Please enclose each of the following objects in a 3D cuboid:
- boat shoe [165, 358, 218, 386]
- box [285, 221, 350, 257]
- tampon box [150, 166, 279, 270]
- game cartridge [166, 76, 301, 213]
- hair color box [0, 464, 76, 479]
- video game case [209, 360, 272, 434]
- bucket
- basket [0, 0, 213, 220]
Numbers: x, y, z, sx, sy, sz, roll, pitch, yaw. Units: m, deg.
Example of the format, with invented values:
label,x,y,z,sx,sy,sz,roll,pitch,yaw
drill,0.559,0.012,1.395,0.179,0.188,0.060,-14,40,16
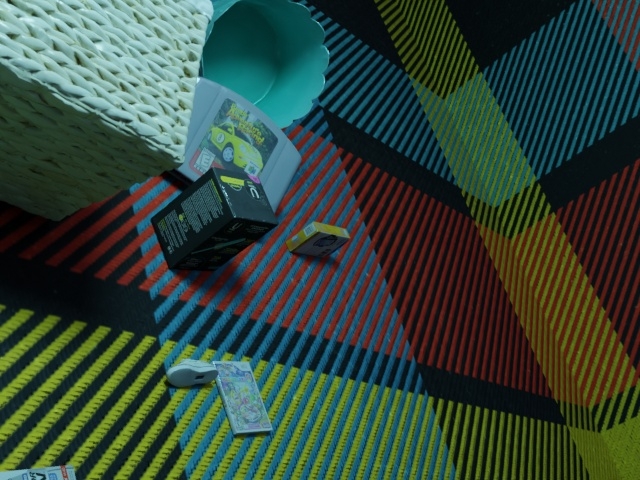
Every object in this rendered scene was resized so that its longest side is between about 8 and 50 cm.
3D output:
label,x,y,z,sx,sy,sz,roll,pitch,yaw
boat shoe,-0.198,0.194,1.258,0.035,0.035,0.100,38,19,33
box,0.000,0.000,1.749,0.136,0.081,0.028,10,50,-56
tampon box,-0.177,-0.033,1.406,0.120,0.161,0.101,8,52,-56
game cartridge,-0.171,-0.167,1.576,0.294,0.060,0.196,35,69,-33
hair color box,-0.333,0.295,0.889,0.167,0.053,0.093,11,50,-53
video game case,-0.125,0.248,1.331,0.087,0.011,0.122,12,48,-53
bucket,-0.144,-0.362,1.697,0.281,0.281,0.183,36,-5,-33
basket,-0.371,-0.229,1.083,0.331,0.328,0.266,29,54,-43
